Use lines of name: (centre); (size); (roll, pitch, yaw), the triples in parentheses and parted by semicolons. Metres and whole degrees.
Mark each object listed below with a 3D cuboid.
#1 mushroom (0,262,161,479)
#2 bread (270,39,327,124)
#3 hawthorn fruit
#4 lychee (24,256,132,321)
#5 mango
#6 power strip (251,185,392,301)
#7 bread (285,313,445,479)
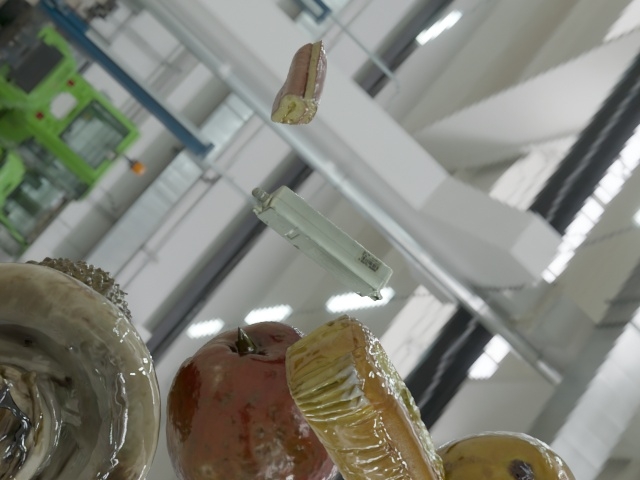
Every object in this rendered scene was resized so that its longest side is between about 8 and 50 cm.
mushroom: (-0.364, 0.202, 1.297); (0.362, 0.362, 0.294); (-48, -179, -4)
bread: (-0.032, -0.243, 1.896); (0.192, 0.067, 0.119); (-78, -164, -51)
hawthorn fruit: (-0.129, 0.344, 2.307); (0.403, 0.403, 0.403); (-44, -168, 12)
lychee: (-0.586, 0.222, 2.405); (0.432, 0.380, 0.380); (-58, -164, -27)
mango: (0.263, 0.444, 1.808); (0.300, 0.232, 0.446); (-31, 155, -6)
power strip: (0.000, 0.000, 2.270); (0.058, 0.338, 0.098); (-57, -168, -23)
bread: (0.063, 0.231, 1.435); (0.119, 0.288, 0.153); (-24, -149, 12)
